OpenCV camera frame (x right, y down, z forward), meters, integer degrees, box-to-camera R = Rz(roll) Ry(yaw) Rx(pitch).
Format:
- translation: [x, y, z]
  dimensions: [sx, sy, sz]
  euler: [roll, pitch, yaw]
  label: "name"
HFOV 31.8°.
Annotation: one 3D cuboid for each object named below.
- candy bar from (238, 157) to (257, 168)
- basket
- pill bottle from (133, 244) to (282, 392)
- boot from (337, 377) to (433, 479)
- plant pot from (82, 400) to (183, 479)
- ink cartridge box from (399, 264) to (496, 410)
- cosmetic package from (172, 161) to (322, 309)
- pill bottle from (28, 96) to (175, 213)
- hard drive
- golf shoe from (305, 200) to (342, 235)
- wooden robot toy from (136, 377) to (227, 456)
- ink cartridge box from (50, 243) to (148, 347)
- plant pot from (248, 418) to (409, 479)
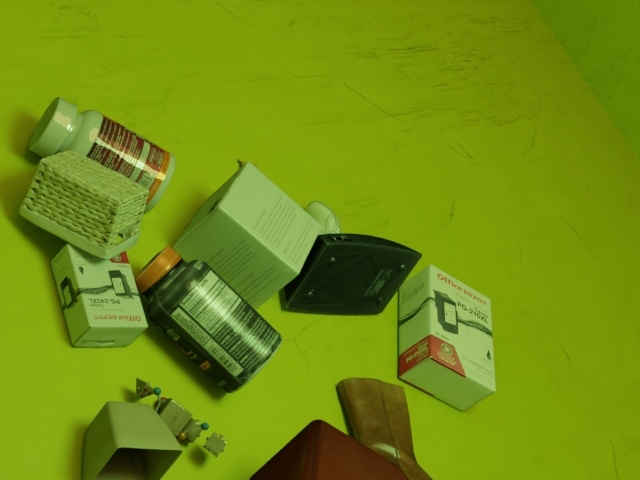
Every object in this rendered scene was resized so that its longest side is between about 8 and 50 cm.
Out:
- translation: [-0.135, -0.094, 2.147]
  dimensions: [0.040, 0.018, 0.161]
  euler: [19, 47, -29]
  label: "candy bar"
- translation: [-0.364, -0.060, 1.758]
  dimensions: [0.167, 0.103, 0.113]
  euler: [28, 21, 10]
  label: "basket"
- translation: [-0.189, 0.120, 1.818]
  dimensions: [0.246, 0.130, 0.130]
  euler: [45, 37, -6]
  label: "pill bottle"
- translation: [0.159, 0.387, 2.003]
  dimensions: [0.264, 0.096, 0.280]
  euler: [14, 42, -28]
  label: "boot"
- translation: [-0.280, 0.291, 1.609]
  dimensions: [0.109, 0.109, 0.096]
  euler: [12, 39, -39]
  label: "plant pot"
- translation: [0.249, 0.190, 2.221]
  dimensions: [0.172, 0.100, 0.237]
  euler: [30, 42, -25]
  label: "ink cartridge box"
- translation: [-0.127, -0.005, 1.969]
  dimensions: [0.184, 0.151, 0.151]
  euler: [42, 37, -11]
  label: "cosmetic package"
- translation: [-0.364, -0.142, 1.875]
  dimensions: [0.221, 0.121, 0.121]
  euler: [30, 41, -24]
  label: "pill bottle"
- translation: [0.057, 0.061, 2.091]
  dimensions: [0.255, 0.172, 0.054]
  euler: [6, 36, -44]
  label: "hard drive"
- translation: [0.000, 0.000, 2.167]
  dimensions: [0.086, 0.069, 0.176]
  euler: [-5, 60, -39]
  label: "golf shoe"
- translation: [-0.231, 0.287, 1.708]
  dimensions: [0.173, 0.076, 0.079]
  euler: [39, 74, -13]
  label: "wooden robot toy"
- translation: [-0.343, 0.085, 1.747]
  dimensions: [0.109, 0.063, 0.150]
  euler: [4, 55, -44]
  label: "ink cartridge box"
- translation: [0.008, 0.431, 1.664]
  dimensions: [0.267, 0.267, 0.235]
  euler: [34, 28, -19]
  label: "plant pot"
